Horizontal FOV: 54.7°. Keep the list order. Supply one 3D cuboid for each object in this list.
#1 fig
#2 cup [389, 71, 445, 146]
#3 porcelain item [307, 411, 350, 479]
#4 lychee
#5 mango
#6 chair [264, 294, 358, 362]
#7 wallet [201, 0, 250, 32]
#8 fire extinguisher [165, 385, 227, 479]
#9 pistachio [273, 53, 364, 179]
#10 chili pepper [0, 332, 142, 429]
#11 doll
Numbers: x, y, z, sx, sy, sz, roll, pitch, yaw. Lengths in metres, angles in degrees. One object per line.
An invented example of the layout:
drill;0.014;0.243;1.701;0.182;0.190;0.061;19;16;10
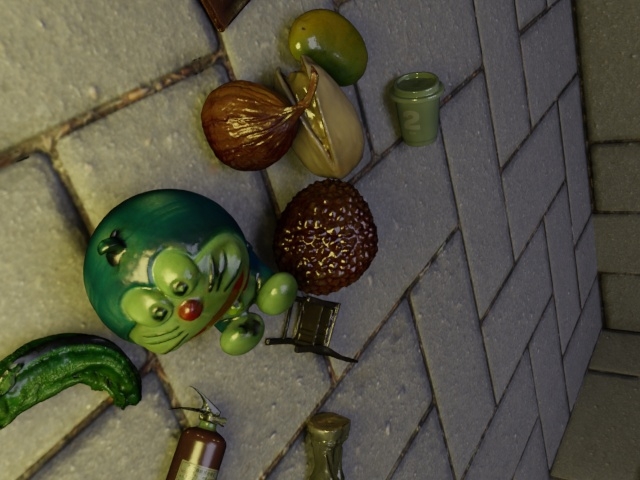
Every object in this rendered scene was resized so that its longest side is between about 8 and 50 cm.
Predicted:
fig;-0.067;-0.179;0.910;0.146;0.201;0.134;-12;93;-59
cup;0.214;-0.286;1.363;0.120;0.120;0.141;-50;143;-39
porcelain item;0.012;0.442;1.173;0.081;0.069;0.216;-11;106;-58
lychee;0.000;0.000;1.039;0.188;0.188;0.188;-5;96;-53
mango;0.018;-0.348;1.104;0.191;0.085;0.122;20;79;-53
chair;0.002;0.159;1.120;0.212;0.084;0.102;22;79;-52
wallet;-0.130;-0.408;0.951;0.176;0.026;0.095;-60;142;-30
fire extinguisher;-0.194;0.329;0.882;0.099;0.071;0.231;22;71;-23
pistachio;-0.002;-0.203;1.050;0.152;0.126;0.223;-96;160;-64
chili pepper;-0.314;0.168;0.704;0.278;0.065;0.122;-4;91;-57
doll;-0.173;0.047;0.796;0.198;0.186;0.322;-48;155;-1
